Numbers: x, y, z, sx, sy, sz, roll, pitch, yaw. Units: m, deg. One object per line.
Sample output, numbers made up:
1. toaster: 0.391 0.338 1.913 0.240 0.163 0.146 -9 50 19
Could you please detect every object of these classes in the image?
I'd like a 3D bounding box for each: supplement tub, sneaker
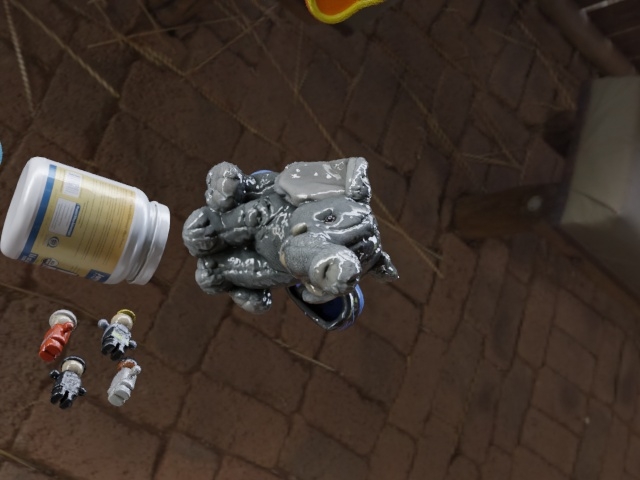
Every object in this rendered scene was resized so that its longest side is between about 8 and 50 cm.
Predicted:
1. supplement tub: -0.329 -0.021 1.099 0.199 0.144 0.144 19 73 -26
2. sneaker: -0.027 0.011 0.973 0.232 0.081 0.090 53 13 3

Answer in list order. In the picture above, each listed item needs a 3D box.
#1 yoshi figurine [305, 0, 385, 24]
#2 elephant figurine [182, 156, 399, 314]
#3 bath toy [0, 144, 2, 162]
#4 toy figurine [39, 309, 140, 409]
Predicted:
1. yoshi figurine: 0.014 -0.381 0.884 0.203 0.362 0.203 3 120 -6
2. elephant figurine: 0.000 0.000 0.751 0.169 0.239 0.186 44 58 -40
3. bath toy: -0.683 -0.153 1.200 0.348 0.151 0.129 -10 119 -17
4. toy figurine: -0.515 0.262 1.769 0.209 0.148 0.213 -3 119 -1
